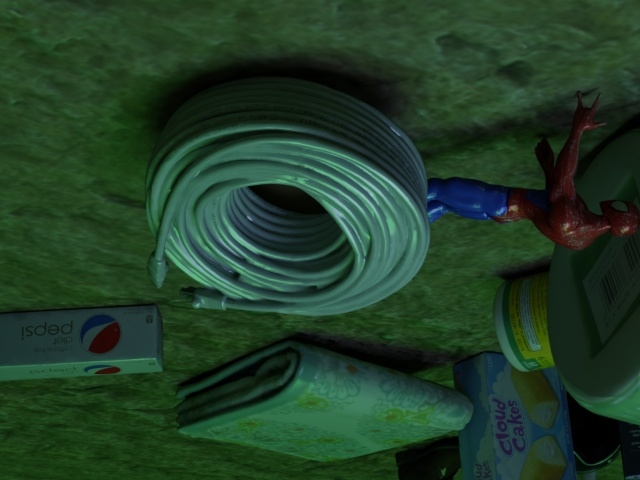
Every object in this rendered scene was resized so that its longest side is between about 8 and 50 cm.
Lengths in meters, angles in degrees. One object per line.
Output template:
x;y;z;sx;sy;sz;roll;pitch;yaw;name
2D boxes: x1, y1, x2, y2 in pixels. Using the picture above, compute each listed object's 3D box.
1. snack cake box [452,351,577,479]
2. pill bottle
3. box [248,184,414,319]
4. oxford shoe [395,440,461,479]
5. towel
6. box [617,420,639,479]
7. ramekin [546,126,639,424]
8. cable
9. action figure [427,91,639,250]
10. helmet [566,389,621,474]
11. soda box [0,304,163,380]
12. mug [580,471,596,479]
0.292;0.309;2.063;0.152;0.264;0.089;8;157;-30;snack cake box
0.324;0.084;1.663;0.208;0.118;0.117;-16;157;30;pill bottle
-0.026;-0.014;1.328;0.164;0.021;0.201;-18;122;33;box
0.239;0.444;2.680;0.082;0.096;0.227;13;153;-34;oxford shoe
-0.007;0.251;2.093;0.320;0.090;0.374;16;156;-32;towel
0.497;0.267;2.063;0.108;0.207;0.153;-7;160;10;box
0.334;0.037;1.289;0.148;0.303;0.303;11;157;-16;ramekin
-0.028;-0.032;1.221;0.257;0.089;0.257;10;141;4;cable
0.167;-0.070;1.282;0.280;0.139;0.091;13;170;26;action figure
0.404;0.297;2.207;0.161;0.169;0.169;18;153;-25;helmet
-0.310;0.131;1.759;0.216;0.074;0.069;-3;160;1;soda box
0.618;0.416;2.316;0.374;0.328;0.276;1;160;-10;mug
